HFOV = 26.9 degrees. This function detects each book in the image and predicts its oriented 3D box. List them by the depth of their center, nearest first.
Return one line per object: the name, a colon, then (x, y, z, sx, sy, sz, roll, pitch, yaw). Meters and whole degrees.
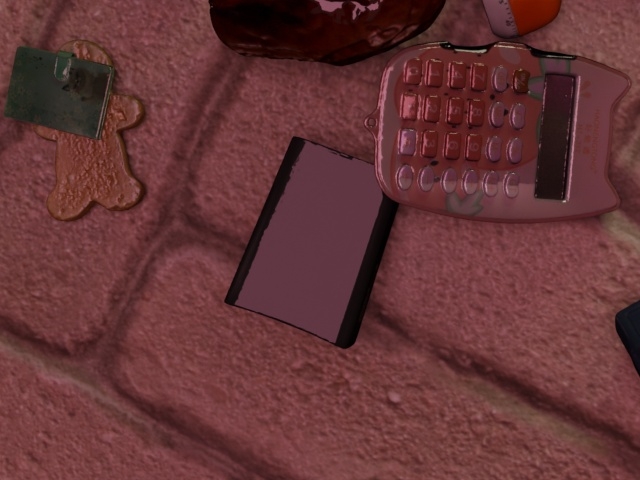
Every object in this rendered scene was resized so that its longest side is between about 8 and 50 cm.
book: (-0.341, -0.196, 1.746, 0.135, 0.017, 0.103, 14, 96, 10)

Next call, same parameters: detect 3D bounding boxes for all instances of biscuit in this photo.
biscuit: (-0.304, -0.148, 1.765, 0.153, 0.030, 0.234, -9, 91, 9)

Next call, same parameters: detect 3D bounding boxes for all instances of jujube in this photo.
jujube: (0.010, -0.307, 1.626, 0.290, 0.197, 0.197, -8, 92, 19)

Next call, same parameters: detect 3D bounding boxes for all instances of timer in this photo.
timer: (0.249, -0.320, 1.628, 0.136, 0.099, 0.136, 3, 106, 10)

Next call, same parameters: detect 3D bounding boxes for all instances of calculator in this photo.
calculator: (0.211, -0.132, 1.628, 0.329, 0.048, 0.220, 4, 95, -12)

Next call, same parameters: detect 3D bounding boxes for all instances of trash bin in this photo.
trash bin: (0.000, 0.000, 1.686, 0.165, 0.115, 0.225, 20, 92, 9)

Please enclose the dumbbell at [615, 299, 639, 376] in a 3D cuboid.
dumbbell: (0.515, 0.080, 1.582, 0.316, 0.143, 0.156, -32, 87, 10)
